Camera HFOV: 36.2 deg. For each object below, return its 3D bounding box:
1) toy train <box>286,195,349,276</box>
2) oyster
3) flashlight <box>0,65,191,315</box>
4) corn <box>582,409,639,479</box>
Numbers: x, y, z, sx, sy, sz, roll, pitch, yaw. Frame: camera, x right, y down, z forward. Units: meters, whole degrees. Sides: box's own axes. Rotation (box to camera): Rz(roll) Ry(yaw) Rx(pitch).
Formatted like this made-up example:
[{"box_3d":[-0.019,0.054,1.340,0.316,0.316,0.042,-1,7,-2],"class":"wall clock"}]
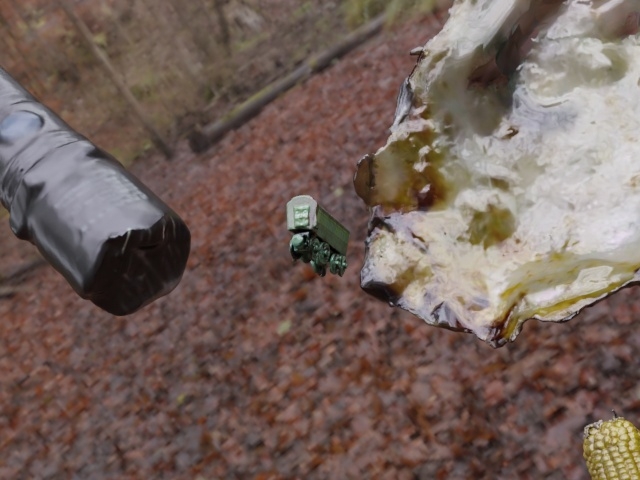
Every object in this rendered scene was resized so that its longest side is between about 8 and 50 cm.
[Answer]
[{"box_3d":[0.000,0.000,1.111,0.038,0.071,0.148,-2,-14,17],"class":"toy train"},{"box_3d":[0.156,-0.103,0.618,0.221,0.096,0.361,13,76,23],"class":"oyster"},{"box_3d":[-0.269,-0.094,0.842,0.103,0.103,0.424,-40,59,-17],"class":"flashlight"},{"box_3d":[0.479,0.405,1.455,0.106,0.106,0.305,-30,48,19],"class":"corn"}]
